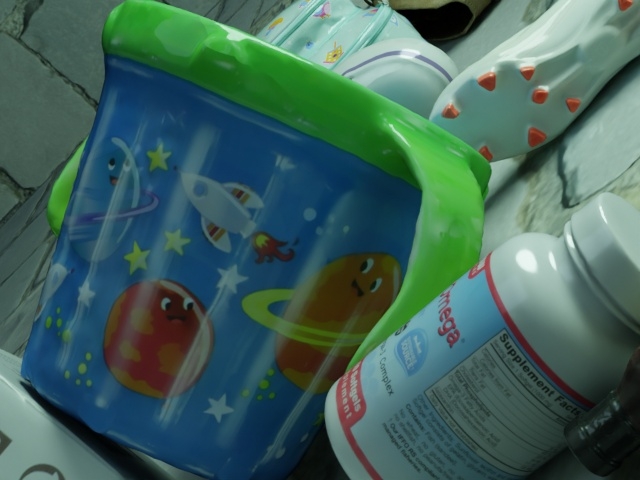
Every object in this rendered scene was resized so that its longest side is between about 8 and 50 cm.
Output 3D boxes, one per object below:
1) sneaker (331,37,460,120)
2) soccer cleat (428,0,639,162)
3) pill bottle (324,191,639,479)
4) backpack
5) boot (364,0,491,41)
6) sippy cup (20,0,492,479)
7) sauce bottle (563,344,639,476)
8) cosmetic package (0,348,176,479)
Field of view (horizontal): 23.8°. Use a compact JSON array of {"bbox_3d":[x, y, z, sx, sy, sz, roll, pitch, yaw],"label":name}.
[{"bbox_3d":[0.001,0.001,1.030,0.282,0.102,0.161,-52,15,32],"label":"sneaker"},{"bbox_3d":[0.152,-0.115,0.940,0.196,0.068,0.076,-36,13,18],"label":"soccer cleat"},{"bbox_3d":[0.084,0.053,0.665,0.160,0.087,0.087,-42,17,23],"label":"pill bottle"},{"bbox_3d":[0.009,-0.118,1.194,0.166,0.144,0.188,-45,18,-4],"label":"backpack"},{"bbox_3d":[0.062,-0.248,1.366,0.305,0.112,0.115,19,79,59],"label":"boot"},{"bbox_3d":[-0.052,0.012,0.866,0.305,0.240,0.224,-159,95,-86],"label":"sippy cup"},{"bbox_3d":[0.150,0.046,0.591,0.128,0.042,0.042,-46,15,22],"label":"sauce bottle"},{"bbox_3d":[-0.291,0.276,0.894,0.453,0.161,0.230,-51,-11,-7],"label":"cosmetic package"}]
